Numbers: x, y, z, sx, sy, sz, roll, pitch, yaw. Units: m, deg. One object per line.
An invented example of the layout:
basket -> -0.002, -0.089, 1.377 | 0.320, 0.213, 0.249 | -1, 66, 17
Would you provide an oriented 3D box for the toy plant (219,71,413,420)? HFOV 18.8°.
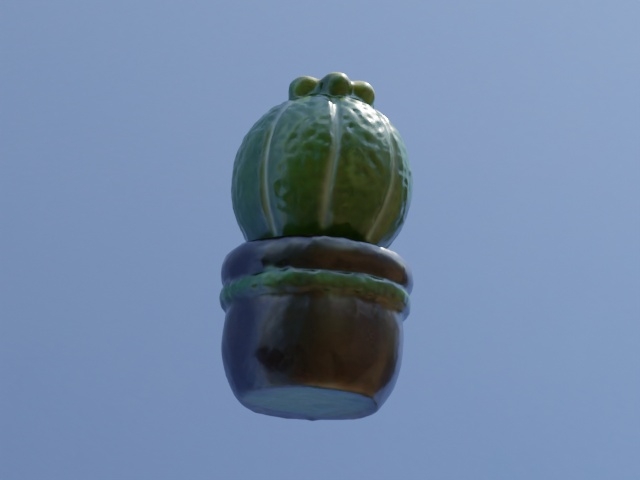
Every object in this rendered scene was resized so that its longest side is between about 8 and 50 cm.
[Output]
toy plant -> 0.000, 0.000, 0.919 | 0.093, 0.093, 0.162 | 14, -112, -25
